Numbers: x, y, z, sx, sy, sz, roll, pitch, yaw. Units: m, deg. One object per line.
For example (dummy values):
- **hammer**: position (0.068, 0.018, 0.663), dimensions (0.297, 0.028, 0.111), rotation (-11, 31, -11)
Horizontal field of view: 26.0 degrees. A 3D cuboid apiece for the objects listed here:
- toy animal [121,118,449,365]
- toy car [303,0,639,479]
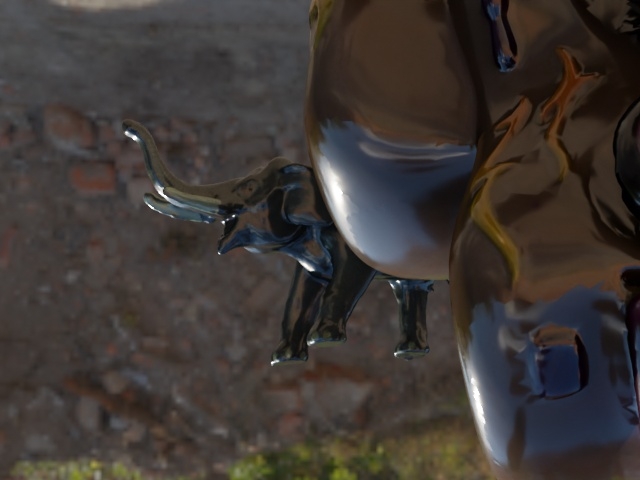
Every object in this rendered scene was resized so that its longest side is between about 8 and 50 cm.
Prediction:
- **toy animal**: position (-0.003, 0.009, 0.891), dimensions (0.270, 0.137, 0.082), rotation (9, 163, -23)
- **toy car**: position (0.113, -0.019, 0.705), dimensions (0.240, 0.340, 0.271), rotation (-7, 145, 13)
